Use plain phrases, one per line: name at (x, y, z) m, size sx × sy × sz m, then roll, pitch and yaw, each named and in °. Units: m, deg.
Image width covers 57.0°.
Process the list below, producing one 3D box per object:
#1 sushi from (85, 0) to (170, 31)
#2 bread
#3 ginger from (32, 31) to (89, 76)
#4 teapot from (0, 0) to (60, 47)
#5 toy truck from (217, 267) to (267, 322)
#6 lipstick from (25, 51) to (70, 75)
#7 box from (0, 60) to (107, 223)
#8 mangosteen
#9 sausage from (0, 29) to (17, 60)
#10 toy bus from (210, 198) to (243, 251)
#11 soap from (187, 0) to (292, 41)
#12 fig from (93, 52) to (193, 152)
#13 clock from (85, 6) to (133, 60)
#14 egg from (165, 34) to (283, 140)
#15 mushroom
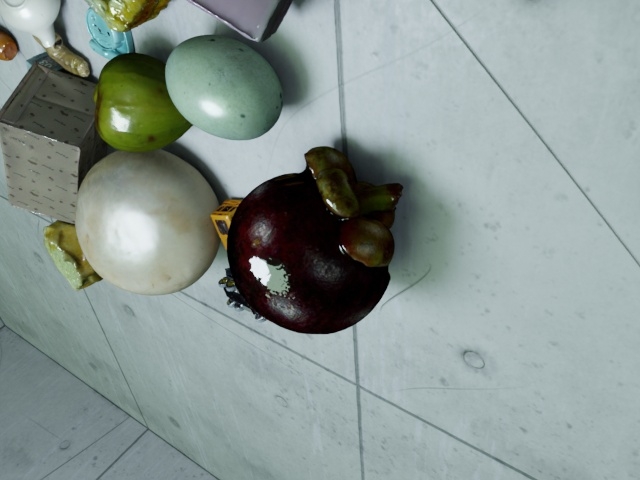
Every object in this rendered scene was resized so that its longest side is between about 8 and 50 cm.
sushi at (-0.341, -0.490, 1.031) m, size 0.274 × 0.139 × 0.184 m, roll -21°, pitch 110°, yaw 50°
bread at (-0.649, 0.007, 1.701) m, size 0.196 × 0.252 × 0.238 m, roll 44°, pitch 146°, yaw 5°
ginger at (-0.655, -0.498, 1.387) m, size 0.288 × 0.075 × 0.089 m, roll 51°, pitch 166°, yaw -13°
teapot at (-0.649, -0.546, 1.296) m, size 0.145 × 0.092 × 0.227 m, roll -8°, pitch 99°, yaw 5°
toy truck at (-0.179, 0.130, 1.493) m, size 0.192 × 0.092 × 0.083 m, roll 18°, pitch 135°, yaw 44°
lipstick at (-0.712, -0.328, 1.596) m, size 0.079 × 0.076 × 0.372 m, roll 34°, pitch 142°, yaw 13°
box at (-0.642, -0.230, 1.443) m, size 0.190 × 0.225 × 0.297 m, roll 16°, pitch 140°, yaw -9°
mangosteen at (0.000, 0.000, 1.056) m, size 0.307 × 0.307 × 0.347 m, roll 44°, pitch 114°, yaw 3°
sausage at (-0.891, -0.544, 1.573) m, size 0.197 × 0.076 × 0.076 m, roll 34°, pitch 142°, yaw 19°
toy bus at (-0.177, 0.003, 1.369) m, size 0.083 × 0.088 × 0.195 m, roll 4°, pitch 126°, yaw 41°
soap at (-0.170, -0.389, 0.783) m, size 0.296 × 0.285 × 0.107 m, roll 29°, pitch 109°, yaw -9°
fig at (-0.352, -0.278, 1.220) m, size 0.224 × 0.203 × 0.203 m, roll 6°, pitch 141°, yaw -9°
clock at (-0.452, -0.458, 1.248) m, size 0.108 × 0.045 × 0.147 m, roll 29°, pitch 140°, yaw 19°
egg at (-0.172, -0.271, 1.044) m, size 0.236 × 0.169 × 0.169 m, roll 34°, pitch 142°, yaw 26°
mushroom at (-0.403, -0.051, 1.429) m, size 0.361 × 0.294 × 0.363 m, roll 4°, pitch 108°, yaw 14°
